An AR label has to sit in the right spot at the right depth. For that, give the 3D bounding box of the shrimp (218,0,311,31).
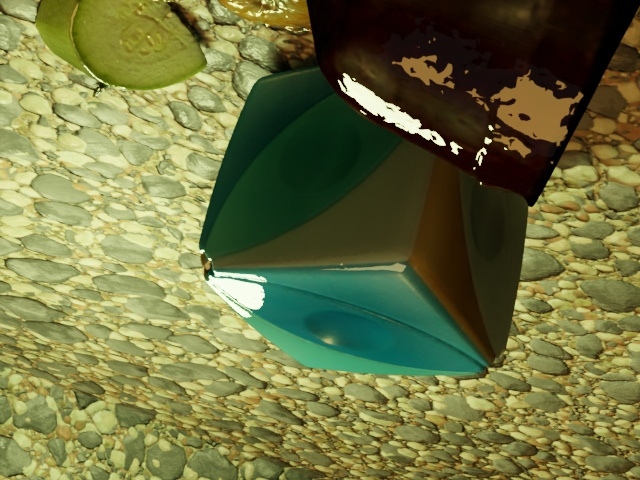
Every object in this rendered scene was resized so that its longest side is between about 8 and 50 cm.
[{"bbox_3d":[-0.052,-0.323,1.586,0.164,0.062,0.317,8,170,-12],"label":"shrimp"}]

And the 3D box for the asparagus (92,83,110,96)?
[{"bbox_3d":[-0.303,-0.249,1.964,0.016,0.016,0.163,0,166,-37],"label":"asparagus"}]

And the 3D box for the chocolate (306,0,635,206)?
[{"bbox_3d":[0.163,-0.259,1.390,0.331,0.383,0.383,27,155,11],"label":"chocolate"}]

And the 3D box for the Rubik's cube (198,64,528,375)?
[{"bbox_3d":[0.075,-0.027,1.830,0.352,0.347,0.352,-3,148,32],"label":"Rubik's cube"}]

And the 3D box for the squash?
[{"bbox_3d":[-0.306,-0.310,1.832,0.204,0.155,0.237,-31,133,5],"label":"squash"}]
